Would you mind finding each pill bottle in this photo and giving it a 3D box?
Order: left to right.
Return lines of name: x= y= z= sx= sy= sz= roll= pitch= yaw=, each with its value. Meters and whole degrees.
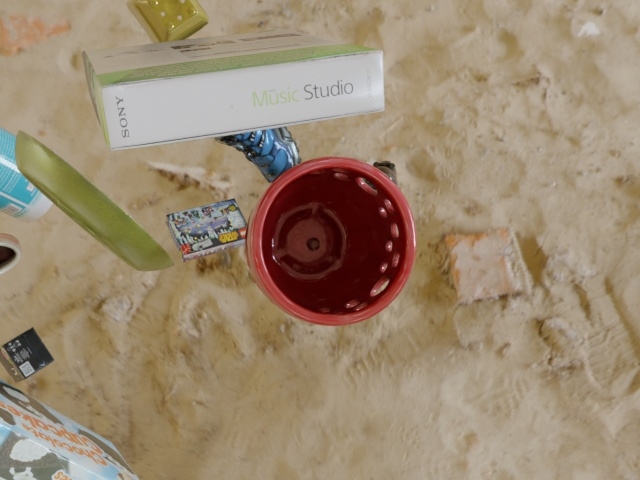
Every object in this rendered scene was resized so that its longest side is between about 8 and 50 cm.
pill bottle: x=-0.637 y=-0.149 z=1.515 sx=0.146 sy=0.264 sz=0.146 roll=-23 pitch=52 yaw=32

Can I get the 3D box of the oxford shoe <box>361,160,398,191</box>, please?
oxford shoe: x=0.114 y=-0.119 z=1.570 sx=0.083 sy=0.227 sz=0.096 roll=10 pitch=82 yaw=1

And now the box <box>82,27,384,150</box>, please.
box: x=-0.103 y=-0.158 z=0.769 sx=0.233 sy=0.322 sz=0.058 roll=-11 pitch=109 yaw=-15

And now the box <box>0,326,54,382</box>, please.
box: x=-0.444 y=0.172 z=1.190 sx=0.052 sy=0.083 sz=0.062 roll=-34 pitch=96 yaw=-32

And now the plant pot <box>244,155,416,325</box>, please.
plant pot: x=0.000 y=0.000 z=0.954 sx=0.191 sy=0.174 sz=0.191 roll=0 pitch=91 yaw=-12

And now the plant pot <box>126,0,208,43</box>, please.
plant pot: x=-0.195 y=-0.300 z=1.034 sx=0.081 sy=0.083 sz=0.081 roll=-36 pitch=106 yaw=-6

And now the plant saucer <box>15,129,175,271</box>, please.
plant saucer: x=-0.279 y=-0.036 z=0.957 sx=0.241 sy=0.241 sz=0.037 roll=37 pitch=76 yaw=15

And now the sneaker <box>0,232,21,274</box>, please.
sneaker: x=-0.422 y=0.017 z=0.943 sx=0.134 sy=0.070 sz=0.050 roll=-6 pitch=104 yaw=-29

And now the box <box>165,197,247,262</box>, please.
box: x=-0.204 y=-0.020 z=1.461 sx=0.137 sy=0.027 sz=0.093 roll=-17 pitch=63 yaw=-24

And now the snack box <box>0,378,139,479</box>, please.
snack box: x=-0.359 y=0.237 z=0.960 sx=0.060 sy=0.322 sz=0.187 roll=-53 pitch=35 yaw=-9

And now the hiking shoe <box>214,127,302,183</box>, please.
hiking shoe: x=-0.151 y=-0.204 z=1.494 sx=0.304 sy=0.113 sz=0.132 roll=57 pitch=49 yaw=-21
